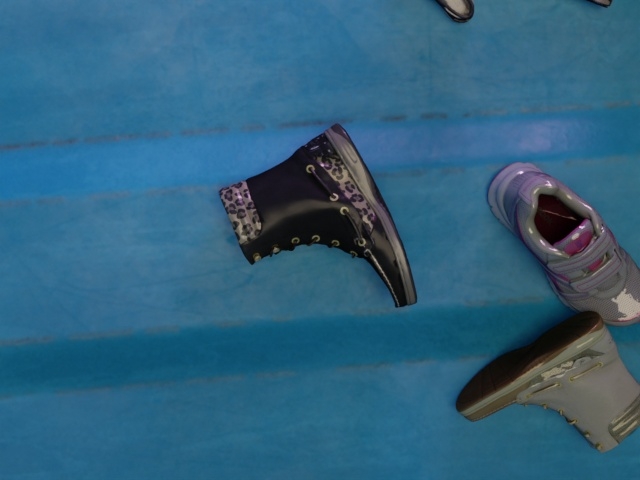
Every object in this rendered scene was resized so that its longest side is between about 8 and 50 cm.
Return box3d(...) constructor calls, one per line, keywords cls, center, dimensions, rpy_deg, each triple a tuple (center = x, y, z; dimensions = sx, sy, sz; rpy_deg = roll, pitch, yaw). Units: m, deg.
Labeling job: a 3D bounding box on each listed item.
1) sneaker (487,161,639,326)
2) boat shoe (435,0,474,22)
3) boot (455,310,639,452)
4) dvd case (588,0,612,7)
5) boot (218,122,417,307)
box3d(cls="sneaker", center=(0.309, 0.014, 1.506), dimensions=(0.252, 0.111, 0.103), rpy_deg=(43, 92, -8))
box3d(cls="boat shoe", center=(0.140, -0.314, 1.492), dimensions=(0.046, 0.038, 0.125), rpy_deg=(-38, 98, 0))
box3d(cls="boot", center=(0.293, 0.204, 1.544), dimensions=(0.213, 0.077, 0.165), rpy_deg=(-33, 109, 13))
box3d(cls="dvd case", center=(0.274, -0.396, 1.497), dimensions=(0.221, 0.018, 0.164), rpy_deg=(20, 95, -2))
box3d(cls="boot", center=(0.000, -0.001, 1.495), dimensions=(0.178, 0.085, 0.236), rpy_deg=(-25, 91, 1))
